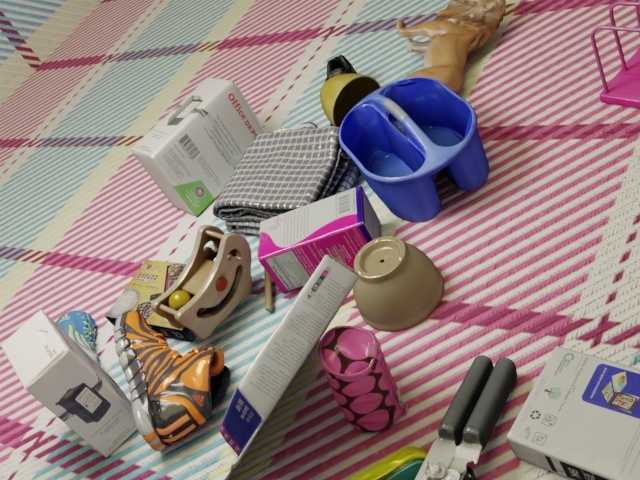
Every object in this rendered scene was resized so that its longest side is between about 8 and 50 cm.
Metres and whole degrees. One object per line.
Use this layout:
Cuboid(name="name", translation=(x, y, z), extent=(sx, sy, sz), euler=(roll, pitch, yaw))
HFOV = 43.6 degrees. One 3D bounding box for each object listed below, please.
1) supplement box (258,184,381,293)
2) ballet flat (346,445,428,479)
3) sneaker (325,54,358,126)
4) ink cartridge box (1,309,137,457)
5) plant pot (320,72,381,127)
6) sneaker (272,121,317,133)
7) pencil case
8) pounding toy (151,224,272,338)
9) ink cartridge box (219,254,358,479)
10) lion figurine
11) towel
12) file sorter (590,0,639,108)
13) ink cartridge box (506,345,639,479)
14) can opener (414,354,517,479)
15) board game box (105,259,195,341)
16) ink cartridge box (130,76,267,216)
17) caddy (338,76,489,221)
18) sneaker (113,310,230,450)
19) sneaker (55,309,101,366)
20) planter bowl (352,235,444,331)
Cuboid(name="supplement box", translation=(0.000, 0.000, 1.547), extent=(0.220, 0.114, 0.111), euler=(-18, 41, 16))
Cuboid(name="ballet flat", translation=(0.061, 0.366, 1.152), extent=(0.230, 0.077, 0.077), euler=(-30, 17, -1))
Cuboid(name="sneaker", translation=(0.048, -0.324, 1.855), extent=(0.107, 0.124, 0.283), euler=(-22, 39, 14))
Cuboid(name="ink cartridge box", translation=(-0.456, 0.262, 1.474), extent=(0.100, 0.237, 0.172), euler=(-43, 39, -13))
Cuboid(name="plant pot", translation=(0.053, -0.307, 1.734), extent=(0.134, 0.134, 0.095), euler=(-41, 47, -11))
Cuboid(name="sneaker", translation=(-0.071, -0.238, 1.905), extent=(0.135, 0.052, 0.058), euler=(-20, 44, 16))
Cuboid(name="pencil case", translation=(0.066, 0.208, 1.196), extent=(0.098, 0.209, 0.095), euler=(6, 58, 23))
Cuboid(name="pounding toy", translation=(-0.179, 0.071, 1.531), extent=(0.154, 0.154, 0.269), euler=(17, 50, 33))
Cuboid(name="ink cartridge box", translation=(-0.080, 0.216, 1.235), extent=(0.071, 0.324, 0.330), euler=(34, 64, 4))
Cuboid(name="lion figurine", translation=(0.276, -0.410, 1.809), extent=(0.240, 0.142, 0.392), euler=(3, 64, 27))
Cuboid(name="towel", translation=(-0.072, -0.129, 1.727), extent=(0.283, 0.121, 0.235), euler=(0, 49, 36))
Cuboid(name="file sorter", translation=(0.662, -0.400, 1.466), extent=(0.291, 0.182, 0.202), euler=(-47, 40, -18))
Cuboid(name="ink cartridge box", translation=(0.422, 0.254, 1.021), extent=(0.332, 0.065, 0.165), euler=(13, 56, 44))
Cuboid(name="can opener", translation=(0.207, 0.280, 1.135), extent=(0.074, 0.093, 0.280), euler=(2, 41, 34))
Cuboid(name="board game box", translation=(-0.323, 0.122, 1.693), extent=(0.243, 0.042, 0.165), euler=(5, 51, 38))
Cuboid(name="ink cartridge box", translation=(-0.281, -0.227, 1.917), extent=(0.273, 0.198, 0.114), euler=(-47, 39, -19))
Cuboid(name="caddy", translation=(0.179, -0.200, 1.587), extent=(0.241, 0.179, 0.341), euler=(-34, 38, -1))
Cuboid(name="sneaker", translation=(-0.269, 0.229, 1.497), extent=(0.180, 0.125, 0.321), euler=(-29, 49, -2))
Cuboid(name="sneaker", translation=(-0.518, 0.205, 1.700), extent=(0.240, 0.091, 0.126), euler=(10, 54, 42))
Cuboid(name="planter bowl", translation=(0.122, 0.062, 1.399), extent=(0.162, 0.109, 0.162), euler=(-19, 39, 17))
